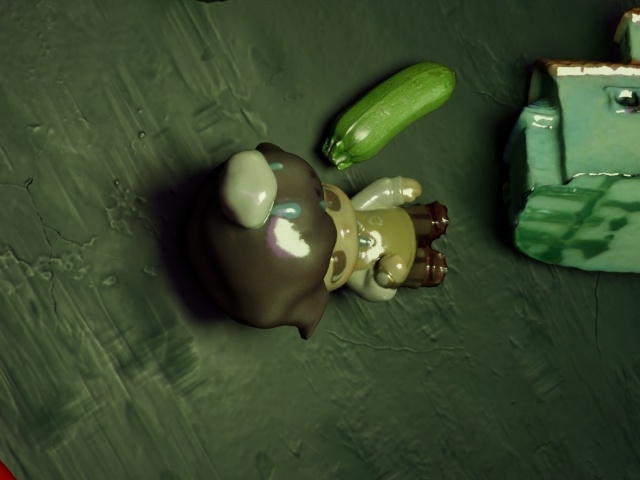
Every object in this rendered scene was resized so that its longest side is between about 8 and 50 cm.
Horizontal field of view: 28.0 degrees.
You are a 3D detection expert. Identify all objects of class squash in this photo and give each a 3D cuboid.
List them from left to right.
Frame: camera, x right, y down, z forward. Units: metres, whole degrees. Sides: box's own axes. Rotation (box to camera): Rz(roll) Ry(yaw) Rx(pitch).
[{"bbox_3d":[0.089,-0.168,1.671,0.219,0.068,0.077,-39,136,-20],"label":"squash"}]

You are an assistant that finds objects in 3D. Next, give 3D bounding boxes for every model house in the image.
[{"bbox_3d":[0.393,-0.155,1.752,0.295,0.252,0.329,1,63,-2],"label":"model house"}]

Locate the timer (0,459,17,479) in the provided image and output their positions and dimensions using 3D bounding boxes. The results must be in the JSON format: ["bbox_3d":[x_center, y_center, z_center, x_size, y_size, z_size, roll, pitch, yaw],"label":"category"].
[{"bbox_3d":[-0.463,0.353,1.283,0.378,0.279,0.378,1,89,-22],"label":"timer"}]

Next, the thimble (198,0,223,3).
[{"bbox_3d":[-0.160,-0.415,1.463,0.271,0.271,0.150,40,70,-18],"label":"thimble"}]

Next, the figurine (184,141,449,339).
[{"bbox_3d":[0.014,0.005,1.555,0.365,0.206,0.218,5,100,-26],"label":"figurine"}]
